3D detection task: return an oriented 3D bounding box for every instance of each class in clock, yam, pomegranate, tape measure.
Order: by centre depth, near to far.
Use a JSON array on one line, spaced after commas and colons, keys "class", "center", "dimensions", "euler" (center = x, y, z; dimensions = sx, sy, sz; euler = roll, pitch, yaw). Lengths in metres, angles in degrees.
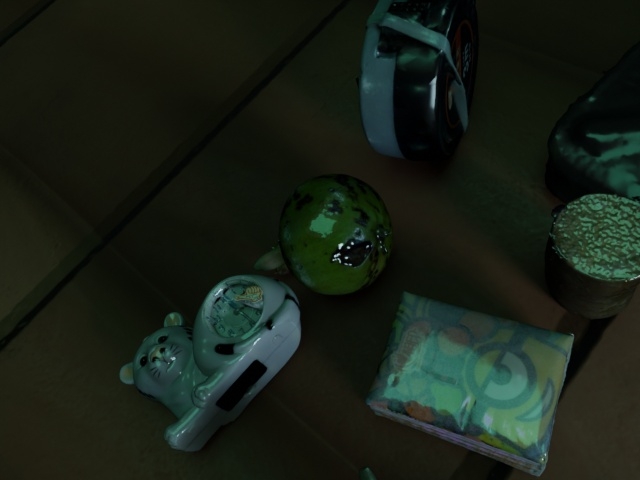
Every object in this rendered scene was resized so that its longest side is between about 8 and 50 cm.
[{"class": "yam", "center": [0.230, 0.018, 0.461], "dimensions": [0.084, 0.127, 0.084], "euler": [-7, 63, 15]}, {"class": "clock", "center": [-0.104, 0.097, 0.532], "dimensions": [0.117, 0.080, 0.176], "euler": [37, 78, 30]}, {"class": "pomegranate", "center": [0.000, 0.000, 0.548], "dimensions": [0.162, 0.122, 0.122], "euler": [-20, 53, 36]}, {"class": "tape measure", "center": [0.103, -0.175, 0.572], "dimensions": [0.107, 0.182, 0.181], "euler": [13, 54, 24]}]

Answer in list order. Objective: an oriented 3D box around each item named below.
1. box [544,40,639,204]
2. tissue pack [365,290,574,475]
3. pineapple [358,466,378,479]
[{"class": "box", "center": [0.436, -0.092, 0.488], "dimensions": [0.359, 0.091, 0.350], "euler": [-43, 59, -9]}, {"class": "tissue pack", "center": [0.126, 0.117, 0.470], "dimensions": [0.148, 0.060, 0.108], "euler": [15, 65, 21]}, {"class": "pineapple", "center": [0.098, 0.309, 0.313], "dimensions": [0.166, 0.165, 0.364], "euler": [-34, 56, -5]}]
